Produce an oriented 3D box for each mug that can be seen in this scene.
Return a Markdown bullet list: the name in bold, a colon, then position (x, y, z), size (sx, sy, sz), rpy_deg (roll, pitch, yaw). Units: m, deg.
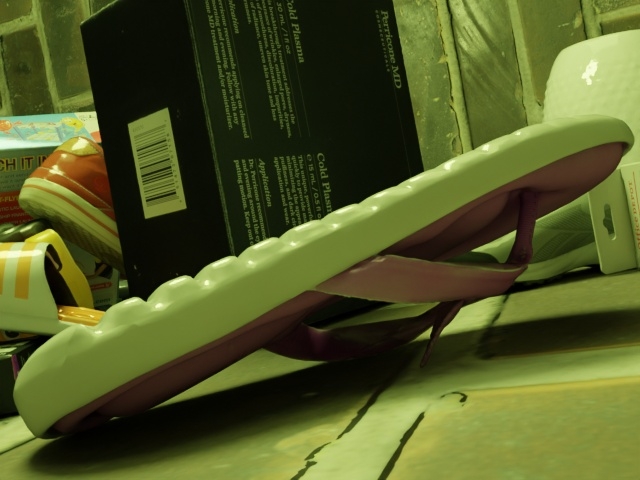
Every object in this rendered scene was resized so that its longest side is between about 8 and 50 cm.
- **mug**: position (0.576, -0.198, 1.347), size (0.374, 0.327, 0.276), rpy_deg (-10, 2, -27)

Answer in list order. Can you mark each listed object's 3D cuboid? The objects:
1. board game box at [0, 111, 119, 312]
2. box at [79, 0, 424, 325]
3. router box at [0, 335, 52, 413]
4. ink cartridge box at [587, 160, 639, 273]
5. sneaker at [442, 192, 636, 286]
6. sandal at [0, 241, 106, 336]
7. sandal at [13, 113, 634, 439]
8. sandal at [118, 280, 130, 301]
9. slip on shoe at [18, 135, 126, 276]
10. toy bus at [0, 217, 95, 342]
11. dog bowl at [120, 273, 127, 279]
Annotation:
- **board game box**: position (-0.407, 0.003, 0.922), size (0.308, 0.301, 0.086), rpy_deg (-10, 38, -33)
- **box**: position (-0.050, -0.083, 0.804), size (0.179, 0.343, 0.313), rpy_deg (-9, 1, 43)
- **router box**: position (-0.309, 0.115, 0.579), size (0.179, 0.046, 0.133), rpy_deg (-9, 1, -7)
- **ink cartridge box**: position (0.355, -0.032, 0.707), size (0.181, 0.104, 0.061), rpy_deg (-11, 1, -11)
- **sneaker**: position (0.234, -0.012, 0.770), size (0.272, 0.107, 0.100), rpy_deg (-11, 3, -8)
- **sandal**: position (-0.227, 0.042, 0.642), size (0.265, 0.076, 0.102), rpy_deg (13, -2, -14)
- **sandal**: position (0.029, 0.040, 0.473), size (0.417, 0.102, 0.169), rpy_deg (-23, -10, -14)
- **sandal**: position (-0.290, 0.100, 1.272), size (0.097, 0.054, 0.254), rpy_deg (-3, -8, 6)
- **slip on shoe**: position (-0.189, -0.001, 0.863), size (0.123, 0.101, 0.331), rpy_deg (4, -27, 40)
- **toy bus**: position (-0.359, 0.081, 0.748), size (0.220, 0.149, 0.211), rpy_deg (-5, 18, 47)
- **dog bowl**: position (-0.383, -0.004, 1.617), size (0.408, 0.150, 0.408), rpy_deg (8, -15, 2)
